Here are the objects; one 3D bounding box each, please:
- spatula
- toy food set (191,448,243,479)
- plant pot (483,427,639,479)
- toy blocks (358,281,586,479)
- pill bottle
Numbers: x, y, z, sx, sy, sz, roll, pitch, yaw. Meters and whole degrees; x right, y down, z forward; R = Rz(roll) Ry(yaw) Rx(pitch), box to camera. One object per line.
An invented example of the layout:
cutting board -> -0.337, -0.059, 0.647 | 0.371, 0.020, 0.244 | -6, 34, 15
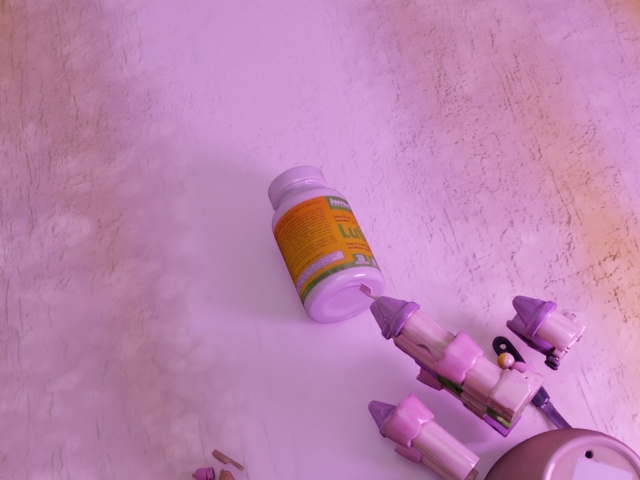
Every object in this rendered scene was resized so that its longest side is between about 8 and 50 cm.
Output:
spatula -> 0.352, 0.262, 1.471 | 0.084, 0.030, 0.296 | -32, 61, -9
toy food set -> -0.167, 0.378, 1.453 | 0.078, 0.019, 0.122 | 27, 72, 20
plant pot -> 0.336, 0.345, 1.261 | 0.256, 0.274, 0.257 | -2, 65, 5
toy blocks -> 0.182, 0.157, 1.379 | 0.260, 0.288, 0.309 | 37, 81, 18
pill bottle -> 0.000, 0.000, 1.601 | 0.136, 0.136, 0.246 | -20, 59, -7
